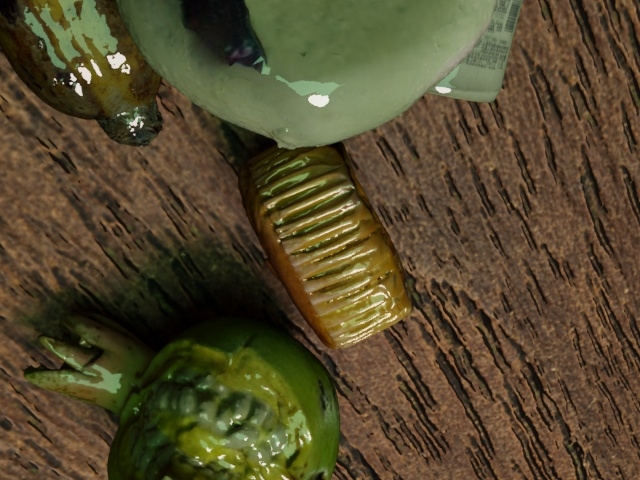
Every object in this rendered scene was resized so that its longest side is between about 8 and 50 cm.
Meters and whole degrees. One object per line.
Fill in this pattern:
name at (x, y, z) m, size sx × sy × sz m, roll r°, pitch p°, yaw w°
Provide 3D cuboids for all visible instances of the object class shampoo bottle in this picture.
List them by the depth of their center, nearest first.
shampoo bottle at (0.133, -0.247, 0.604) m, size 0.118 × 0.087 × 0.234 m, roll 6°, pitch 111°, yaw -18°

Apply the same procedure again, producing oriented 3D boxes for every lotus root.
lotus root at (-0.188, -0.166, 0.539) m, size 0.120 × 0.120 × 0.209 m, roll -28°, pitch 118°, yaw -2°

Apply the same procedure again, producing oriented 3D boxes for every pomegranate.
pomegranate at (-0.127, 0.167, 0.660) m, size 0.302 × 0.236 × 0.236 m, roll 25°, pitch 106°, yaw 8°

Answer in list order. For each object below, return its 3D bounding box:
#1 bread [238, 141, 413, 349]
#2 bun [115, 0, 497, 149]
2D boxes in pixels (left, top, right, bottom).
bread at (0.000, 0.000, 0.621) m, size 0.104 × 0.199 × 0.199 m, roll -27°, pitch 117°, yaw -1°
bun at (-0.015, -0.213, 0.531) m, size 0.293 × 0.187 × 0.293 m, roll 1°, pitch 87°, yaw -11°
